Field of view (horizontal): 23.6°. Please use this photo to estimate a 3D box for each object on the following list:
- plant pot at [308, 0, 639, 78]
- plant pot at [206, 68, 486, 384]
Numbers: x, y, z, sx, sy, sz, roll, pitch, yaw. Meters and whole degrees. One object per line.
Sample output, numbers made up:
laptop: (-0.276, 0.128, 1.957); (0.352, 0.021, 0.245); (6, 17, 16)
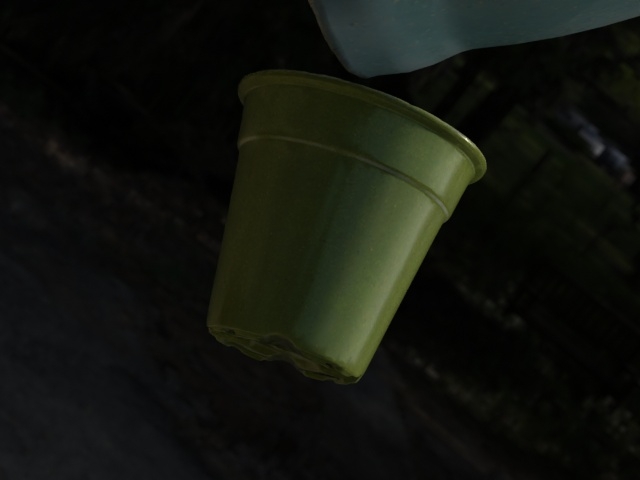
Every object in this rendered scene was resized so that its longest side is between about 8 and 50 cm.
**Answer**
plant pot: (0.095, -0.194, 0.387); (0.196, 0.293, 0.293); (-3, -2, 11)
plant pot: (0.000, 0.000, 0.480); (0.083, 0.079, 0.083); (19, -13, 5)
